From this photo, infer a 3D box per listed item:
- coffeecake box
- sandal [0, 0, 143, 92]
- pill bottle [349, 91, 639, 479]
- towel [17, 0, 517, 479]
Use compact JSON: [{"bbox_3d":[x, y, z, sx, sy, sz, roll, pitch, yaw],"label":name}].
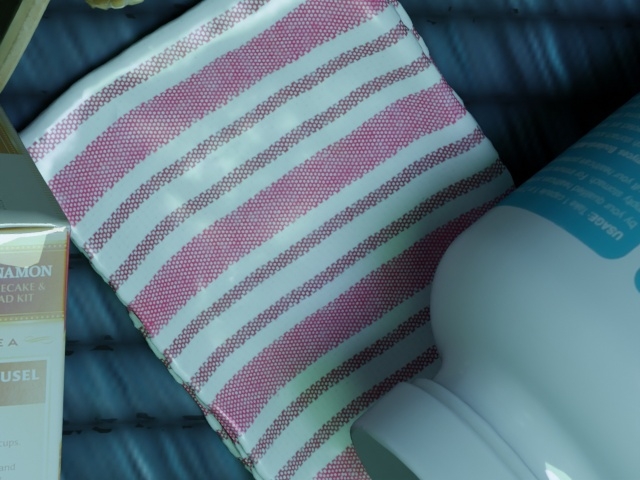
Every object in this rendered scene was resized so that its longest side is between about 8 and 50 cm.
[{"bbox_3d":[-0.125,0.058,0.580,0.068,0.142,0.185,-2,111,-19],"label":"coffeecake box"},{"bbox_3d":[-0.026,-0.139,0.568,0.079,0.088,0.240,21,98,-18],"label":"sandal"},{"bbox_3d":[0.139,0.016,0.632,0.264,0.146,0.146,-37,118,-12],"label":"pill bottle"},{"bbox_3d":[0.000,0.000,0.664,0.144,0.029,0.197,-37,117,-3],"label":"towel"}]
